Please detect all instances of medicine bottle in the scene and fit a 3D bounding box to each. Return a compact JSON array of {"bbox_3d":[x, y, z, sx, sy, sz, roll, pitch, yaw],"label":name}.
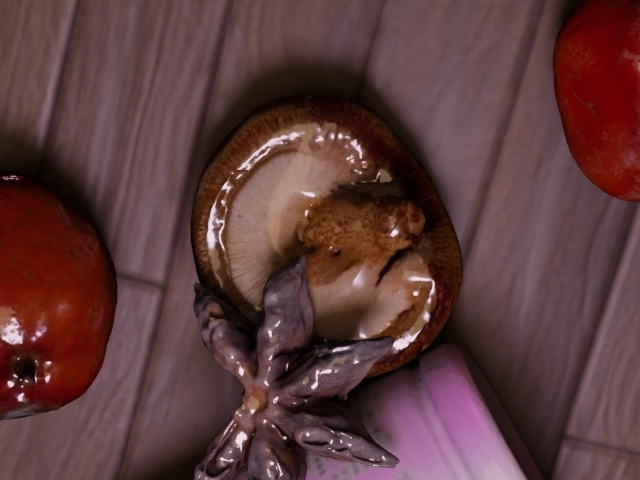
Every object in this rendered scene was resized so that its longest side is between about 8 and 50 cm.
[{"bbox_3d":[0.019,0.245,1.320,0.325,0.212,0.212,-31,100,7],"label":"medicine bottle"}]

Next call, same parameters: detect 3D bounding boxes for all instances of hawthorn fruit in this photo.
[{"bbox_3d":[-0.244,0.053,1.281,0.185,0.202,0.185,-10,127,-13],"label":"hawthorn fruit"}]

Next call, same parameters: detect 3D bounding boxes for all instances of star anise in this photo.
[{"bbox_3d":[-0.026,0.113,1.222,0.171,0.063,0.208,-1,81,21],"label":"star anise"}]

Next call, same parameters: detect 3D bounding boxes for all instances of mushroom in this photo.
[{"bbox_3d":[0.005,-0.002,1.316,0.194,0.138,0.231,-24,89,22],"label":"mushroom"}]

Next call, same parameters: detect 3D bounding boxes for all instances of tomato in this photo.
[{"bbox_3d":[0.270,-0.122,1.276,0.187,0.151,0.187,0,96,-1],"label":"tomato"}]
